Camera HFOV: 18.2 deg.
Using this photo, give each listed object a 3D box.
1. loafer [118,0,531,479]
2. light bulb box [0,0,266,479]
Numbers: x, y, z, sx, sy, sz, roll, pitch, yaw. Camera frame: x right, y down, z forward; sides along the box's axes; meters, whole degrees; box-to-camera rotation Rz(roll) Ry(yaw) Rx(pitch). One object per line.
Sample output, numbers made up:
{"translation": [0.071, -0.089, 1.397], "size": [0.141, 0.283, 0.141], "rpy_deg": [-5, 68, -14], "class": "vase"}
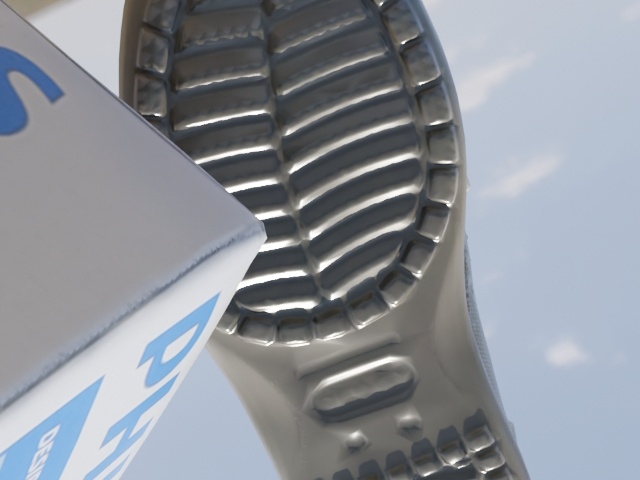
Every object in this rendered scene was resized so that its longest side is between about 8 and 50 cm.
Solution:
{"translation": [0.000, 0.000, 0.629], "size": [0.102, 0.268, 0.092], "rpy_deg": [-16, -147, -2], "class": "loafer"}
{"translation": [-0.254, 0.109, 0.430], "size": [0.361, 0.225, 0.358], "rpy_deg": [-39, 167, -49], "class": "light bulb box"}
